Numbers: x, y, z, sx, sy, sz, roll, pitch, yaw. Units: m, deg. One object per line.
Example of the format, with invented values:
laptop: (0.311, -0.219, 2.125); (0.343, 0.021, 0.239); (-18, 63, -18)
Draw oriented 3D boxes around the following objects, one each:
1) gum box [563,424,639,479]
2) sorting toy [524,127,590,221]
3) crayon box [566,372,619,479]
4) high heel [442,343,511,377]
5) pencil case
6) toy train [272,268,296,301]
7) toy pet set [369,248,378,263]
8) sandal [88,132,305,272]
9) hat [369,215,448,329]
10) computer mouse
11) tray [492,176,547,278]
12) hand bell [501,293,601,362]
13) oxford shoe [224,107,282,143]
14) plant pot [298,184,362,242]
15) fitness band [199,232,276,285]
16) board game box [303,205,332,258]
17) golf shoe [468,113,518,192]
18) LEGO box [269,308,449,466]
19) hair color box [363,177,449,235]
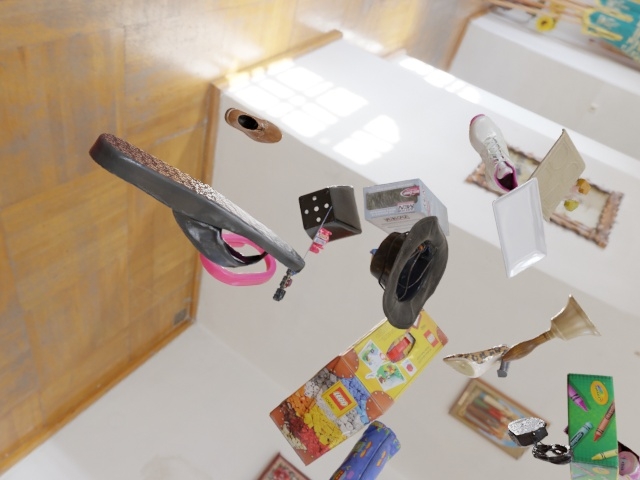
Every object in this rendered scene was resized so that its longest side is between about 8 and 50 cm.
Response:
gum box: (0.670, 0.494, 1.194); (0.062, 0.107, 0.188); (-48, -159, -2)
sorting toy: (0.736, -0.176, 1.610); (0.307, 0.041, 0.229); (32, 90, -42)
crayon box: (0.539, 0.394, 1.032); (0.278, 0.081, 0.165); (56, 41, -46)
high heel: (0.647, 0.473, 2.126); (0.186, 0.261, 0.093); (-43, 131, -52)
pencil case: (0.120, 0.667, 1.509); (0.306, 0.119, 0.133); (-41, 178, -41)
toy train: (-0.110, 0.135, 1.704); (0.158, 0.036, 0.027); (-63, -179, -36)
toy pet set: (0.226, 0.052, 1.775); (0.122, 0.114, 0.065); (-113, -154, -60)
sandal: (-0.228, -0.041, 0.983); (0.107, 0.446, 0.167); (-55, -155, 7)
hat: (0.215, 0.074, 1.409); (0.331, 0.134, 0.331); (-30, 131, -43)
computer mouse: (0.405, 0.376, 0.959); (0.071, 0.041, 0.242); (-20, 173, 2)
tray: (0.542, -0.032, 1.424); (0.145, 0.030, 0.270); (-29, 122, -10)
hand bell: (0.590, 0.257, 1.374); (0.242, 0.126, 0.126); (-35, 168, 16)
oxford shoe: (-0.195, -0.348, 1.625); (0.212, 0.076, 0.076); (13, 100, -43)
plant pot: (0.019, -0.102, 1.881); (0.167, 0.188, 0.187); (14, 63, -63)
fitness band: (-0.280, 0.065, 1.805); (0.291, 0.209, 0.054); (0, 136, -48)
board game box: (0.000, 0.000, 1.262); (0.133, 0.033, 0.168); (-61, -179, 44)
golf shoe: (0.610, -0.295, 1.798); (0.115, 0.306, 0.140); (-29, -157, 8)
LEGO box: (0.135, 0.425, 1.639); (0.372, 0.193, 0.500); (-47, 166, 33)
hair color box: (0.297, -0.091, 1.741); (0.374, 0.185, 0.113); (22, 63, -62)
